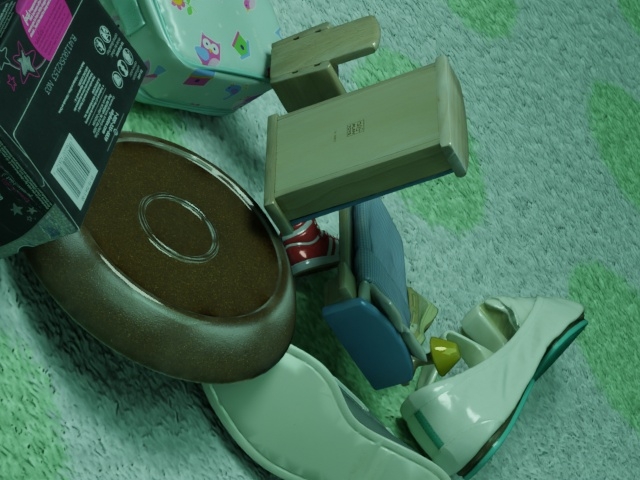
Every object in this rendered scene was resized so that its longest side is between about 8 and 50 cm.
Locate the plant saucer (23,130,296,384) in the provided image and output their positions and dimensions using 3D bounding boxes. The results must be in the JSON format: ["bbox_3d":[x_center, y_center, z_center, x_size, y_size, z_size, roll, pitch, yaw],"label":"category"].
[{"bbox_3d":[-0.145,0.000,1.704,0.311,0.050,0.310,25,36,-20],"label":"plant saucer"}]

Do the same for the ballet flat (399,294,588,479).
[{"bbox_3d":[0.205,0.137,2.096,0.139,0.139,0.400,57,33,-5],"label":"ballet flat"}]

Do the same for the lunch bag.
[{"bbox_3d":[-0.165,-0.277,1.923,0.224,0.108,0.279,1,64,-52],"label":"lunch bag"}]

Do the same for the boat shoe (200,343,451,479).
[{"bbox_3d":[-0.005,0.194,1.804,0.319,0.116,0.099,37,-7,-19],"label":"boat shoe"}]

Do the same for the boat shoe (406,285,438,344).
[{"bbox_3d":[0.091,0.101,2.022,0.048,0.056,0.153,46,32,-5],"label":"boat shoe"}]

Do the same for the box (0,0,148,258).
[{"bbox_3d":[-0.278,-0.118,1.591,0.163,0.142,0.247,55,31,-30],"label":"box"}]

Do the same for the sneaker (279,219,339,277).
[{"bbox_3d":[0.000,0.000,1.986,0.118,0.042,0.067,-12,77,-54],"label":"sneaker"}]

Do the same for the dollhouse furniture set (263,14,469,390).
[{"bbox_3d":[0.096,-0.045,1.882,0.286,0.198,0.303,-89,155,-45],"label":"dollhouse furniture set"}]
